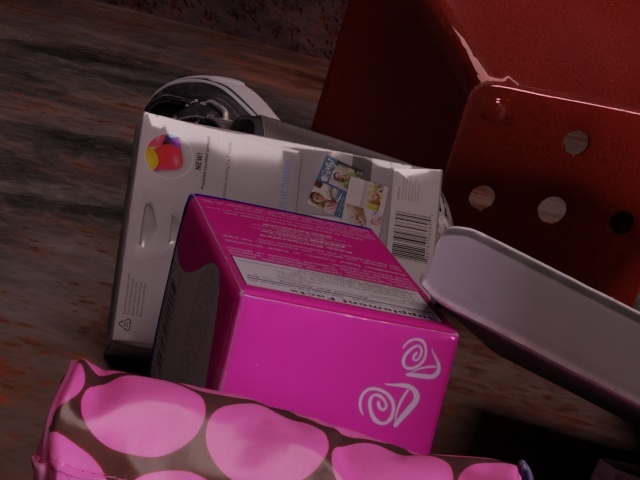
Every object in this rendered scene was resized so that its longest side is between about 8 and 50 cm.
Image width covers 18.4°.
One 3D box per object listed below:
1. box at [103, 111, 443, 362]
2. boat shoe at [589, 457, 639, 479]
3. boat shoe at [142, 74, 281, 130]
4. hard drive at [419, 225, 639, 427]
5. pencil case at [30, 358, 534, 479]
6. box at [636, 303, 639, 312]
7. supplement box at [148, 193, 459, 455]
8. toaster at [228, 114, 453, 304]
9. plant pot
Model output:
[{"bbox_3d":[-0.026,0.012,1.171,0.186,0.145,0.038,10,-20,-13],"label":"box"},{"bbox_3d":[0.191,0.134,1.075,0.100,0.035,0.035,9,11,-18],"label":"boat shoe"},{"bbox_3d":[-0.094,-0.066,1.604,0.102,0.108,0.301,8,19,-32],"label":"boat shoe"},{"bbox_3d":[0.165,0.072,1.050,0.203,0.040,0.307,27,-3,12],"label":"hard drive"},{"bbox_3d":[-0.019,0.111,0.820,0.209,0.095,0.098,12,26,6],"label":"pencil case"},{"bbox_3d":[0.273,0.031,1.177,0.121,0.148,0.311,28,-1,5],"label":"box"},{"bbox_3d":[-0.017,0.059,1.015,0.114,0.111,0.220,11,12,-11],"label":"supplement box"},{"bbox_3d":[0.000,0.000,1.297,0.146,0.129,0.227,14,11,-6],"label":"toaster"},{"bbox_3d":[0.152,-0.073,1.558,0.267,0.267,0.235,10,24,-14],"label":"plant pot"}]
